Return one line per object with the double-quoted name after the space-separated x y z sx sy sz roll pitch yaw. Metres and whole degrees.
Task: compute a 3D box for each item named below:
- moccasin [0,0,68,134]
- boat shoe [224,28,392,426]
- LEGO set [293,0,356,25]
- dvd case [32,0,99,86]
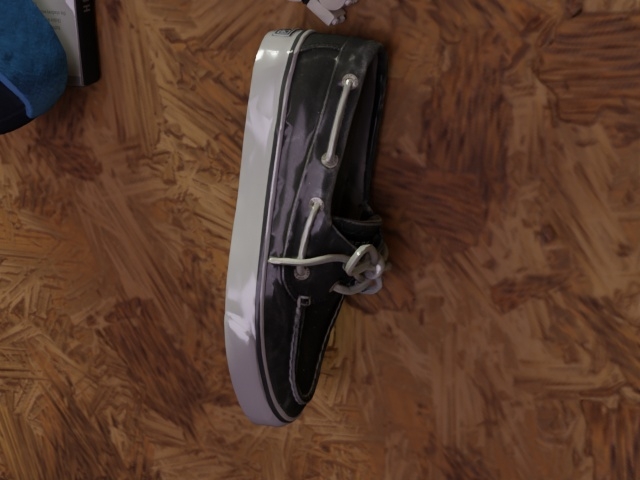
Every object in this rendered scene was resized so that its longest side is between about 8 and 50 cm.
-0.345 -0.230 0.955 0.117 0.138 0.342 -28 93 39 "moccasin"
0.002 -0.001 0.894 0.105 0.113 0.306 9 98 21 "boat shoe"
0.044 -0.220 0.796 0.093 0.087 0.227 44 125 9 "LEGO set"
-0.273 -0.255 1.002 0.179 0.029 0.238 10 114 27 "dvd case"
